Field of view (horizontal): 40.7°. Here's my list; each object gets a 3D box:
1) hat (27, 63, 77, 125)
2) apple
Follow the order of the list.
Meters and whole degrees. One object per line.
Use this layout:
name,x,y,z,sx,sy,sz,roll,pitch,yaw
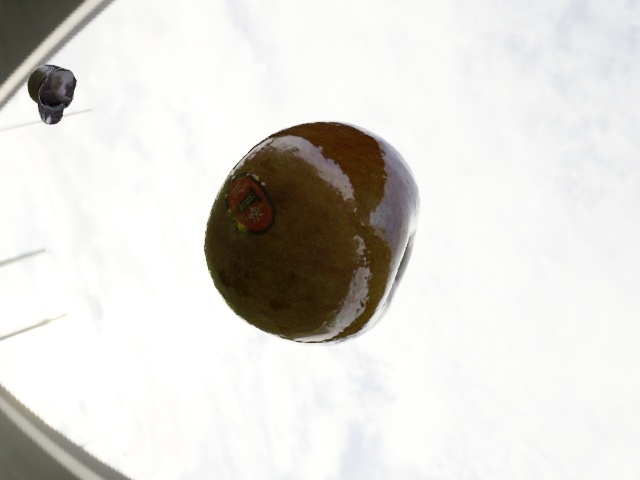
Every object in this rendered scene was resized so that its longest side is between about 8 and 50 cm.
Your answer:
hat,-0.278,-0.152,0.867,0.087,0.042,0.058,-74,173,-64
apple,0.000,0.000,1.476,0.333,0.400,0.400,35,-44,24
